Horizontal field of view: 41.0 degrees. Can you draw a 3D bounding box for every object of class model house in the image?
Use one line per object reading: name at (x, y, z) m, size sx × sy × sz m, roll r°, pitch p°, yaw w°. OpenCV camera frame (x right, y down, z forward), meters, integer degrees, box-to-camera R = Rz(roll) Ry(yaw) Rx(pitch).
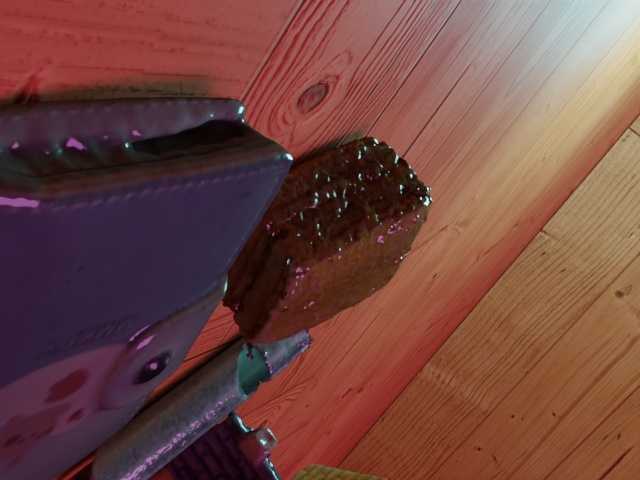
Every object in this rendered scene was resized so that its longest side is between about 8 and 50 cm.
model house at (-0.060, 0.310, 1.003) m, size 0.202 × 0.237 × 0.237 m, roll -24°, pitch 172°, yaw -46°

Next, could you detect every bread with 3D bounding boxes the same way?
bread at (0.000, 0.000, 0.763) m, size 0.196 × 0.102 × 0.138 m, roll -29°, pitch 154°, yaw -40°

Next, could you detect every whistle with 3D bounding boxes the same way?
whistle at (-0.134, 0.177, 0.918) m, size 0.312 × 0.062 × 0.062 m, roll -35°, pitch 160°, yaw -34°

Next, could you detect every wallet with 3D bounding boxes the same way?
wallet at (-0.168, 0.068, 0.542) m, size 0.252 × 0.083 × 0.360 m, roll -17°, pitch 148°, yaw -50°
